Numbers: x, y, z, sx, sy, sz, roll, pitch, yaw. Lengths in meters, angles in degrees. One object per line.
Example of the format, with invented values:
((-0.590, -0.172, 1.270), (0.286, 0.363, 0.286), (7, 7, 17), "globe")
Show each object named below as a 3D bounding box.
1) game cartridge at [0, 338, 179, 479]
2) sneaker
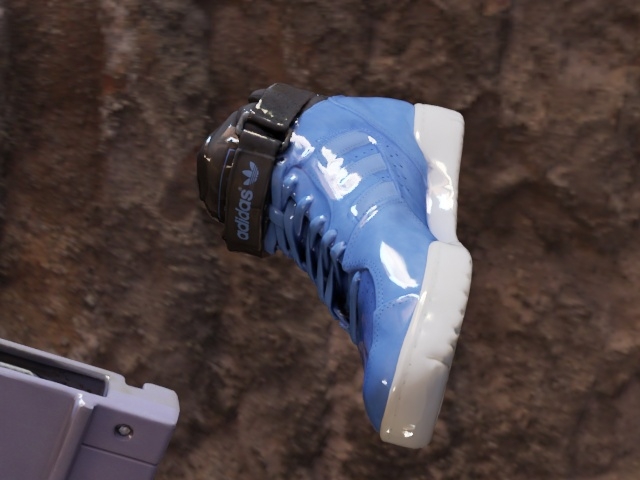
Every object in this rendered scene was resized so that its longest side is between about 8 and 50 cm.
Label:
((-0.299, 0.153, 0.936), (0.355, 0.068, 0.230), (18, -70, -13), "game cartridge")
((0.000, 0.001, 0.429), (0.084, 0.152, 0.058), (10, -52, -2), "sneaker")
